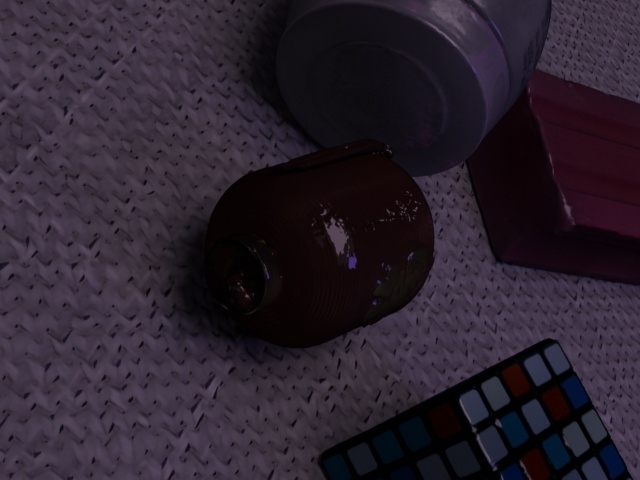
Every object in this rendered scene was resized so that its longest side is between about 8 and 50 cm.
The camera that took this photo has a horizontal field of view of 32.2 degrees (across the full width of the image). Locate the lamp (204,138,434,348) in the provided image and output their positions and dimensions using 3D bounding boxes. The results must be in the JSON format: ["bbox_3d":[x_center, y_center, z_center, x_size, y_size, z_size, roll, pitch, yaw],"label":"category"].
[{"bbox_3d":[0.000,0.000,1.012,0.258,0.180,0.180,-16,76,-50],"label":"lamp"}]

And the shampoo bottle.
[{"bbox_3d":[0.100,-0.229,1.185,0.273,0.273,0.266,41,50,-16],"label":"shampoo bottle"}]

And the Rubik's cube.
[{"bbox_3d":[0.148,0.219,1.004,0.184,0.187,0.182,-15,75,-49],"label":"Rubik's cube"}]

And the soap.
[{"bbox_3d":[0.360,-0.077,1.441,0.359,0.128,0.233,9,60,-39],"label":"soap"}]
